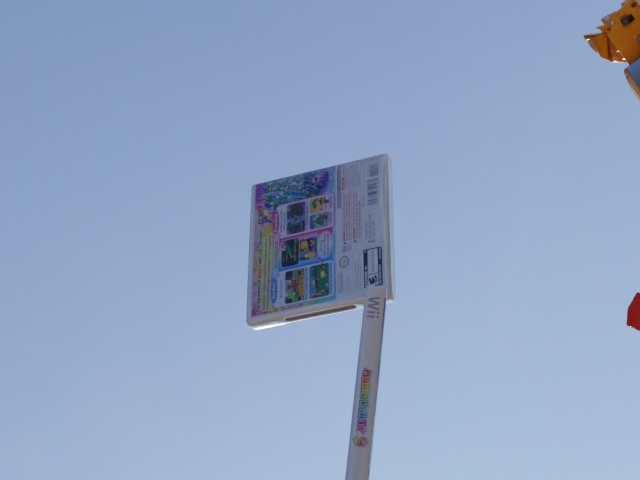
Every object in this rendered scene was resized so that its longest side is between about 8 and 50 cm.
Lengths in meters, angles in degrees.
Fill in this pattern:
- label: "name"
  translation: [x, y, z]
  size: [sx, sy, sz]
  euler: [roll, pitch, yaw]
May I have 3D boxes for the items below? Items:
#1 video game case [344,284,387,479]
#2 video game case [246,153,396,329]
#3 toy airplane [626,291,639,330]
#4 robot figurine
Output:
- label: "video game case"
  translation: [0.018, 0.093, 0.611]
  size: [0.087, 0.011, 0.122]
  euler: [90, -174, -60]
- label: "video game case"
  translation: [0.000, 0.000, 1.270]
  size: [0.019, 0.143, 0.157]
  euler: [52, -148, -51]
- label: "toy airplane"
  translation: [0.294, 0.044, 0.934]
  size: [0.151, 0.151, 0.028]
  euler: [-65, -14, 0]
- label: "robot figurine"
  translation: [0.381, -0.116, 1.319]
  size: [0.291, 0.085, 0.211]
  euler: [54, -151, -1]
